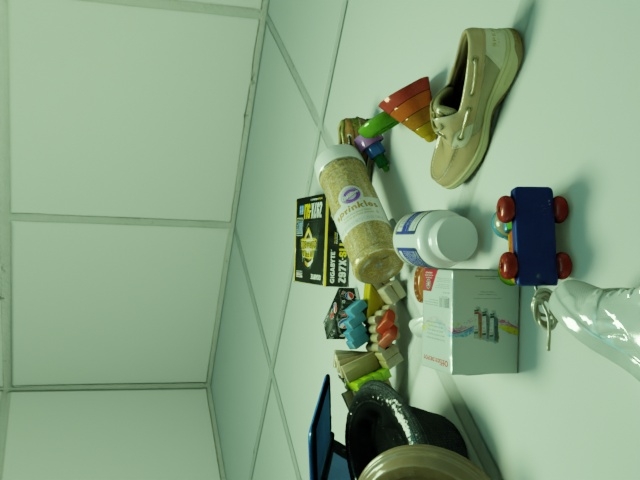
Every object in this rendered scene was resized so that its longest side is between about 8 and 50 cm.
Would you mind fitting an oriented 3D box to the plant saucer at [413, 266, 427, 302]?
[{"bbox_3d":[0.218,0.090,1.792,0.083,0.013,0.083,-177,90,-74],"label":"plant saucer"}]

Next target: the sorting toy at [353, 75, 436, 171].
[{"bbox_3d":[0.174,-0.234,1.885,0.126,0.127,0.365,59,162,4],"label":"sorting toy"}]

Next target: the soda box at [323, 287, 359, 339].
[{"bbox_3d":[0.056,0.196,2.259,0.169,0.053,0.060,110,155,-49],"label":"soda box"}]

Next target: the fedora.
[{"bbox_3d":[0.177,0.419,1.638,0.334,0.153,0.334,179,90,-66],"label":"fedora"}]

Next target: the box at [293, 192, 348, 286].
[{"bbox_3d":[0.000,0.000,2.434,0.322,0.079,0.257,-179,93,-74],"label":"box"}]

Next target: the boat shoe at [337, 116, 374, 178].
[{"bbox_3d":[0.070,-0.168,2.158,0.110,0.104,0.307,-125,39,-63],"label":"boat shoe"}]

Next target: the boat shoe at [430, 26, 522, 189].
[{"bbox_3d":[0.251,-0.239,1.544,0.121,0.110,0.341,-105,24,-45],"label":"boat shoe"}]

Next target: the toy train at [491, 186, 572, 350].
[{"bbox_3d":[0.317,0.050,1.324,0.143,0.105,0.248,125,145,-79],"label":"toy train"}]

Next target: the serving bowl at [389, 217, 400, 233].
[{"bbox_3d":[0.174,-0.009,1.927,0.083,0.027,0.083,-178,90,-73],"label":"serving bowl"}]

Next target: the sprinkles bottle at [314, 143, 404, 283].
[{"bbox_3d":[0.085,-0.066,1.944,0.121,0.121,0.355,108,153,-43],"label":"sprinkles bottle"}]

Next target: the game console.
[{"bbox_3d":[0.064,0.467,1.831,0.173,0.250,0.293,-59,2,18],"label":"game console"}]

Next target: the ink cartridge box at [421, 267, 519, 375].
[{"bbox_3d":[0.255,0.137,1.457,0.128,0.127,0.176,-178,90,-73],"label":"ink cartridge box"}]

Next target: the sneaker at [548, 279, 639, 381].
[{"bbox_3d":[0.402,0.073,1.029,0.292,0.108,0.169,43,128,56],"label":"sneaker"}]

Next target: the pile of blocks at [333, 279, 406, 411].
[{"bbox_3d":[0.115,0.234,1.887,0.112,0.149,0.362,157,114,-73],"label":"pile of blocks"}]

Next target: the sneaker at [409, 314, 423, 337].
[{"bbox_3d":[0.236,0.182,1.627,0.212,0.080,0.094,144,115,-68],"label":"sneaker"}]

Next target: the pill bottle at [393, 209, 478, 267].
[{"bbox_3d":[0.221,-0.003,1.619,0.187,0.112,0.112,-178,90,-74],"label":"pill bottle"}]

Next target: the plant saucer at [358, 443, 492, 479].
[{"bbox_3d":[0.184,0.481,1.452,0.041,0.278,0.277,-39,-40,-63],"label":"plant saucer"}]

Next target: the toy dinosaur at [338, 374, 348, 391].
[{"bbox_3d":[0.091,0.397,2.114,0.118,0.064,0.268,-137,47,-60],"label":"toy dinosaur"}]
